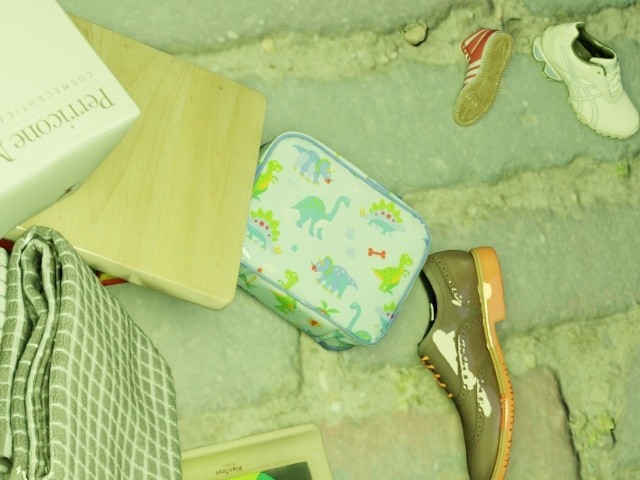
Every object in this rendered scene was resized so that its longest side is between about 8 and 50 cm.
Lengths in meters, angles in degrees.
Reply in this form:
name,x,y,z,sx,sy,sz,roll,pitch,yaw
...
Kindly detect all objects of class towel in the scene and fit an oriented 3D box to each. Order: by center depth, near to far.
name,x,y,z,sx,sy,sz,roll,pitch,yaw
towel,-0.210,0.160,1.178,0.121,0.235,0.283,-18,50,9

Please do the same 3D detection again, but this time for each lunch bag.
name,x,y,z,sx,sy,sz,roll,pitch,yaw
lunch bag,0.000,0.000,1.440,0.219,0.090,0.176,34,68,-17

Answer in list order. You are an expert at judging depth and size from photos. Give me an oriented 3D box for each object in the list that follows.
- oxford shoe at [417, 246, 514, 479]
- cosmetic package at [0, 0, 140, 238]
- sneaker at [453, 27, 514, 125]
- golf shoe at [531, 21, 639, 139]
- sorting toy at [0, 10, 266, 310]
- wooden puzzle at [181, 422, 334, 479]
name,x,y,z,sx,sy,sz,roll,pitch,yaw
oxford shoe,0.154,0.144,1.501,0.098,0.097,0.271,-3,77,-7
cosmetic package,-0.387,-0.201,1.110,0.453,0.161,0.230,52,50,1
sneaker,0.182,-0.194,1.600,0.042,0.067,0.118,22,102,-24
golf shoe,0.335,-0.193,1.645,0.176,0.086,0.069,42,64,-15
sorting toy,-0.199,-0.068,1.327,0.255,0.089,0.257,21,53,-18
wooden puzzle,-0.064,0.317,1.361,0.221,0.044,0.238,-9,77,-28
